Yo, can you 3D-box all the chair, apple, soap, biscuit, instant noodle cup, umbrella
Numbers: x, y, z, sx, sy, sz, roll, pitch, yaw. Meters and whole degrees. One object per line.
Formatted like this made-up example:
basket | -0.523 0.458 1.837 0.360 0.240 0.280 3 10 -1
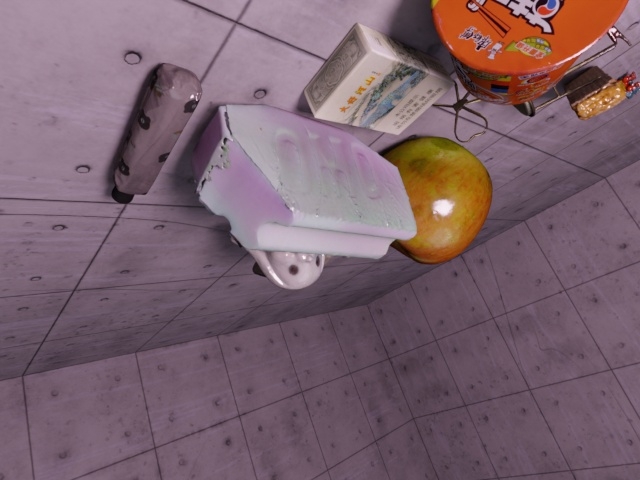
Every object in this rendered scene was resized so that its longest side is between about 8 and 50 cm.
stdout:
chair | 0.422 -0.336 0.882 0.326 0.159 0.170 -33 160 19
apple | 0.282 -0.109 1.093 0.340 0.339 0.339 -19 161 -7
soap | -0.022 -0.111 0.836 0.447 0.261 0.156 6 151 -38
biscuit | 0.645 -0.358 0.968 0.094 0.054 0.379 -31 -172 37
instant noodle cup | 0.307 -0.342 0.631 0.251 0.250 0.192 -27 169 17
umbrella | -0.301 -0.165 0.707 0.073 0.067 0.337 12 145 -36

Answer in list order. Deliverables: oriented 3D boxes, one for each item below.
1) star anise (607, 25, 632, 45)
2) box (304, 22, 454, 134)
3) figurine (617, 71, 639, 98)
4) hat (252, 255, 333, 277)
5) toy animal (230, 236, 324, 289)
star anise | 0.494 -0.424 0.735 0.141 0.144 0.158 -8 160 -9
box | 0.118 -0.297 0.787 0.257 0.069 0.164 -4 155 -42
figurine | 0.870 -0.438 1.214 0.140 0.068 0.075 -27 165 35
hat | -0.077 0.009 1.180 0.215 0.148 0.245 13 -153 24
toy animal | -0.106 -0.015 1.061 0.250 0.288 0.174 7 155 -15
